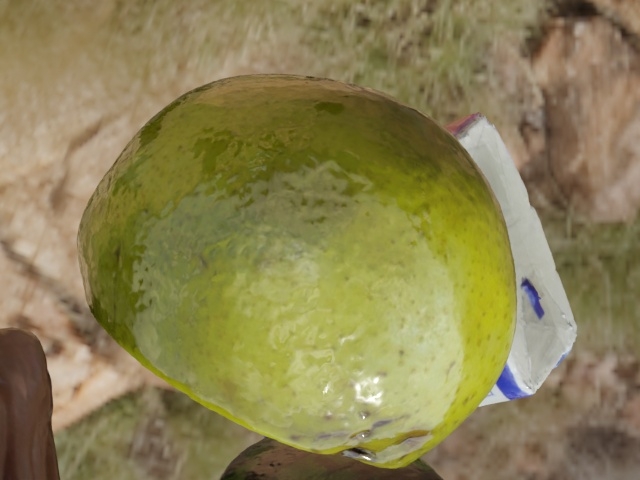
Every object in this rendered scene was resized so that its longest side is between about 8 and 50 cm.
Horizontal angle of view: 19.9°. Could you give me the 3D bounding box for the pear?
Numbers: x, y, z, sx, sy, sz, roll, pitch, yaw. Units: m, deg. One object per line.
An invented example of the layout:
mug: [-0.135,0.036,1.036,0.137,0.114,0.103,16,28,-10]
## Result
pear: [0.000,0.000,0.567,0.141,0.141,0.104,28,101,-13]

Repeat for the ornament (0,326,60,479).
ornament: [-0.154,0.177,0.681,0.221,0.217,0.235,-30,156,-8]

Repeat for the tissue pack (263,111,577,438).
tissue pack: [0.048,0.038,1.451,0.270,0.137,0.209,-18,97,37]

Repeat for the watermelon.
watermelon: [0.011,0.134,0.795,0.125,0.135,0.094,-11,126,1]
